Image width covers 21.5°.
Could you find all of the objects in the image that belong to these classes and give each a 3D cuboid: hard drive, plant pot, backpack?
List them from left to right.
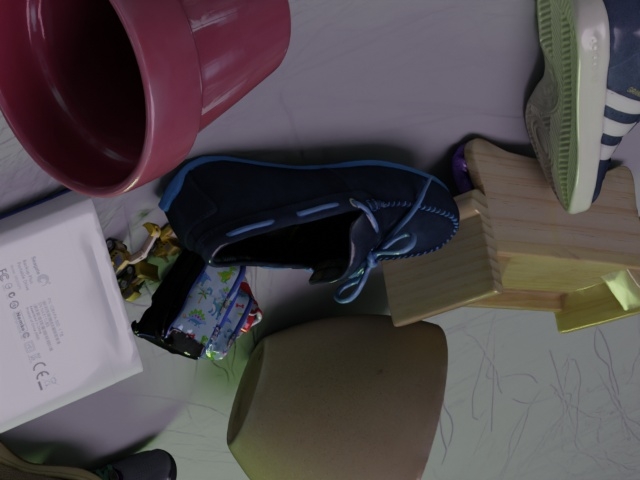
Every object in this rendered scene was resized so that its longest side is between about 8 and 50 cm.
[{"bbox_3d":[-0.336,0.097,1.545,0.319,0.040,0.210,-23,127,-15],"label":"hard drive"},{"bbox_3d":[-0.128,-0.155,1.276,0.180,0.201,0.201,-28,156,-39],"label":"plant pot"},{"bbox_3d":[-0.119,0.061,1.682,0.084,0.105,0.114,30,78,-22],"label":"backpack"},{"bbox_3d":[0.003,0.202,1.924,0.191,0.284,0.284,18,135,-10],"label":"plant pot"}]

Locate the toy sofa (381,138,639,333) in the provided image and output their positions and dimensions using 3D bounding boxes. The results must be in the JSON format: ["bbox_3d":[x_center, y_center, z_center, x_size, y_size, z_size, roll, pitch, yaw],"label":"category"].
[{"bbox_3d":[0.229,0.004,1.938,0.150,0.177,0.363,-21,163,39],"label":"toy sofa"}]

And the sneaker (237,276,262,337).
[{"bbox_3d":[-0.111,0.068,1.761,0.118,0.067,0.042,-1,140,-43],"label":"sneaker"}]

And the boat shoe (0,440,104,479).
[{"bbox_3d":[-0.315,0.309,1.832,0.123,0.123,0.342,-36,139,10],"label":"boat shoe"}]

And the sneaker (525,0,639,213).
[{"bbox_3d":[0.304,-0.156,1.733,0.148,0.131,0.350,-20,150,-10],"label":"sneaker"}]

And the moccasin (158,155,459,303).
[{"bbox_3d":[0.000,0.000,1.671,0.342,0.117,0.137,-1,137,-33],"label":"moccasin"}]

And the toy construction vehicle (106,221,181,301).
[{"bbox_3d":[-0.177,0.022,1.658,0.098,0.035,0.086,-40,151,16],"label":"toy construction vehicle"}]

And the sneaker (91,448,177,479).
[{"bbox_3d":[-0.276,0.308,1.978,0.224,0.083,0.098,-32,147,3],"label":"sneaker"}]
